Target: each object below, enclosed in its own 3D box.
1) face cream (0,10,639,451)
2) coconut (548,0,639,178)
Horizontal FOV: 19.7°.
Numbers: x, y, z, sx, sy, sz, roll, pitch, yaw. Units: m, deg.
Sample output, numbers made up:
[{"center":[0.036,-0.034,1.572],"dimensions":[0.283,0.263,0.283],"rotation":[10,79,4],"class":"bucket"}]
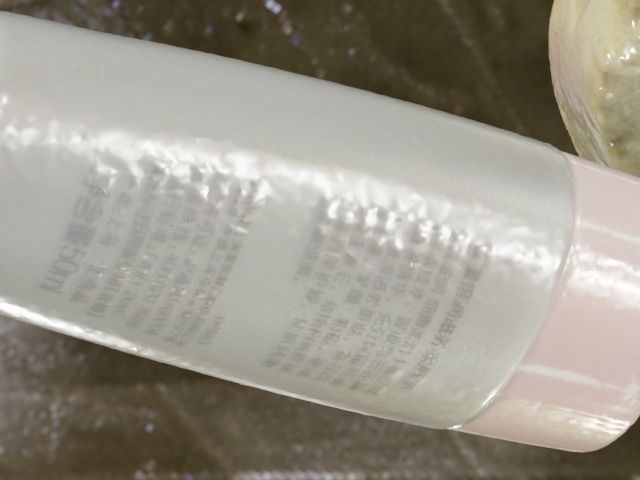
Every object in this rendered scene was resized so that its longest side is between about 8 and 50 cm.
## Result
[{"center":[0.000,0.000,0.458],"dimensions":[0.198,0.057,0.084],"rotation":[15,116,-26],"class":"face cream"},{"center":[0.299,-0.114,1.226],"dimensions":[0.329,0.329,0.328],"rotation":[19,143,15],"class":"coconut"}]
